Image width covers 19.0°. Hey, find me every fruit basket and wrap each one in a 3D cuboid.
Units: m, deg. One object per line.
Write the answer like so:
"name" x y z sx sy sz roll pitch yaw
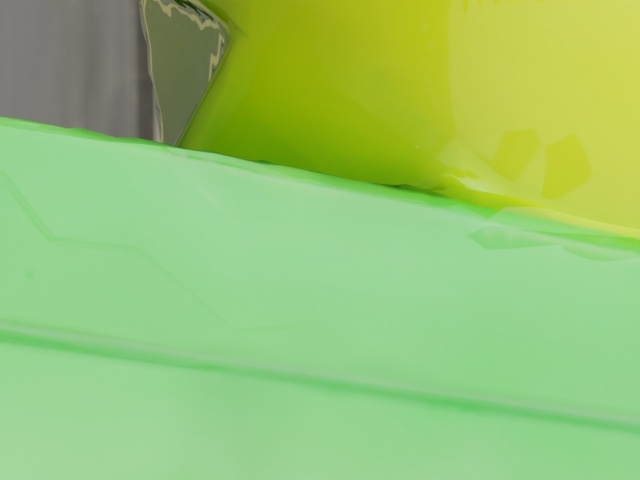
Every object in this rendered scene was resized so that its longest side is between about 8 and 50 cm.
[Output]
"fruit basket" 0.000 0.000 0.453 0.283 0.392 0.392 -18 -113 56
